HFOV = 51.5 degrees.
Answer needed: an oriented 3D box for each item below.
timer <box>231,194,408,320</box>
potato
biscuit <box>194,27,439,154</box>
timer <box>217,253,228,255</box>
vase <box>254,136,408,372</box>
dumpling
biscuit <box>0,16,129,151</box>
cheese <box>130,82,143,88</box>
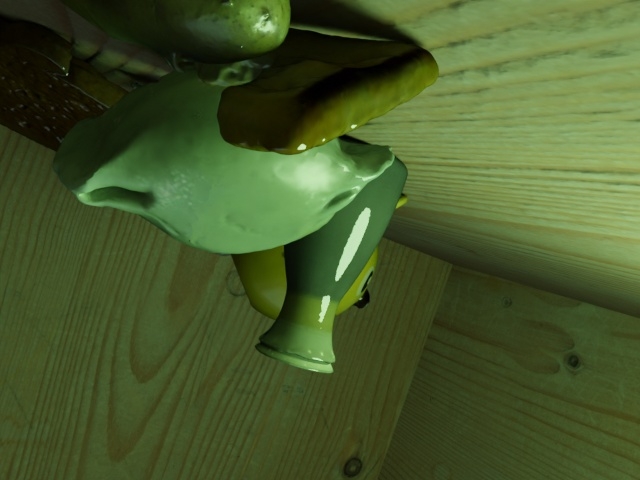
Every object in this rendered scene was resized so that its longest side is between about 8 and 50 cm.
[{"bbox_3d":[0.000,0.000,1.444,0.386,0.376,0.376,-24,-177,-4],"label":"timer"},{"bbox_3d":[-0.098,-0.153,0.403,0.188,0.085,0.105,25,-178,19],"label":"potato"},{"bbox_3d":[-0.031,-0.111,0.455,0.183,0.039,0.174,21,-141,35],"label":"biscuit"},{"bbox_3d":[-0.243,-0.102,1.575,0.178,0.254,0.078,18,178,45],"label":"timer"},{"bbox_3d":[0.008,0.022,0.969,0.173,0.321,0.173,15,177,1],"label":"vase"},{"bbox_3d":[-0.117,-0.088,0.767,0.320,0.212,0.270,27,172,-23],"label":"dumpling"},{"bbox_3d":[-0.436,-0.244,1.048,0.394,0.070,0.350,30,156,-19],"label":"biscuit"},{"bbox_3d":[-0.201,-0.205,1.007,0.190,0.042,0.105,20,179,34],"label":"cheese"}]
